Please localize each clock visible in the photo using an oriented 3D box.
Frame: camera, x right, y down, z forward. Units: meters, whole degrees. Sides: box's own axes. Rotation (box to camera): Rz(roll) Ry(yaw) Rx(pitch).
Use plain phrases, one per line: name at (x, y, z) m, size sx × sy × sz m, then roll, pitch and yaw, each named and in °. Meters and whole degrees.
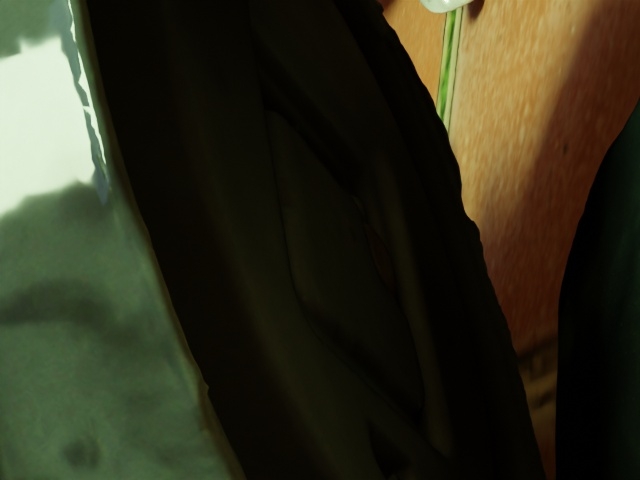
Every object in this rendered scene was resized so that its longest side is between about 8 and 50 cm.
clock at (-0.015, 0.005, 0.528) m, size 0.325 × 0.067 × 0.325 m, roll 57°, pitch -160°, yaw -35°

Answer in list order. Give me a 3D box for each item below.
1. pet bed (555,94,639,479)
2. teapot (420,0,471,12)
pet bed at (0.103, 0.027, 0.422) m, size 0.201 × 0.053 × 0.201 m, roll -170°, pitch 90°, yaw -81°
teapot at (0.020, -0.220, 0.871) m, size 0.092 × 0.145 × 0.226 m, roll 55°, pitch -164°, yaw -63°
